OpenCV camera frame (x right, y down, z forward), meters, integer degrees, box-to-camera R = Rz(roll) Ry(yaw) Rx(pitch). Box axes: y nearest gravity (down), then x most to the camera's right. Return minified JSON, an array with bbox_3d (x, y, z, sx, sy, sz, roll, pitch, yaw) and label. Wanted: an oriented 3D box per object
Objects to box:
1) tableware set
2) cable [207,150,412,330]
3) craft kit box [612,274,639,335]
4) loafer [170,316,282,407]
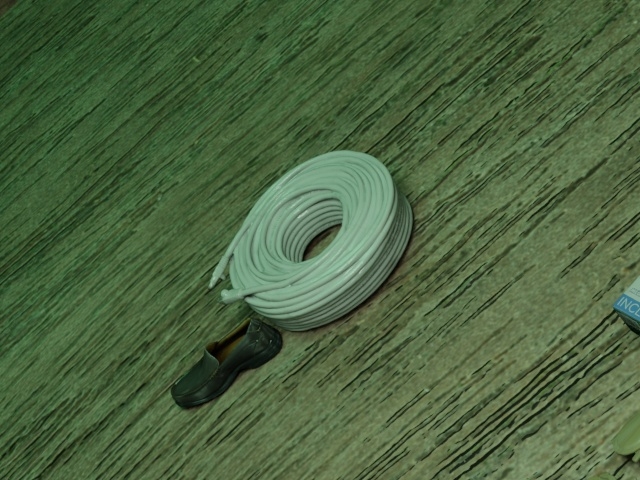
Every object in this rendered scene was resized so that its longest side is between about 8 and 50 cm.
[{"bbox_3d":[0.314,0.229,1.500,0.141,0.020,0.169,-47,13,-6],"label":"tableware set"},{"bbox_3d":[0.000,0.000,1.993,0.257,0.089,0.257,2,55,42],"label":"cable"},{"bbox_3d":[0.453,0.033,1.469,0.246,0.061,0.250,-49,38,-5],"label":"craft kit box"},{"bbox_3d":[-0.134,0.155,1.985,0.170,0.061,0.062,-37,39,10],"label":"loafer"}]
